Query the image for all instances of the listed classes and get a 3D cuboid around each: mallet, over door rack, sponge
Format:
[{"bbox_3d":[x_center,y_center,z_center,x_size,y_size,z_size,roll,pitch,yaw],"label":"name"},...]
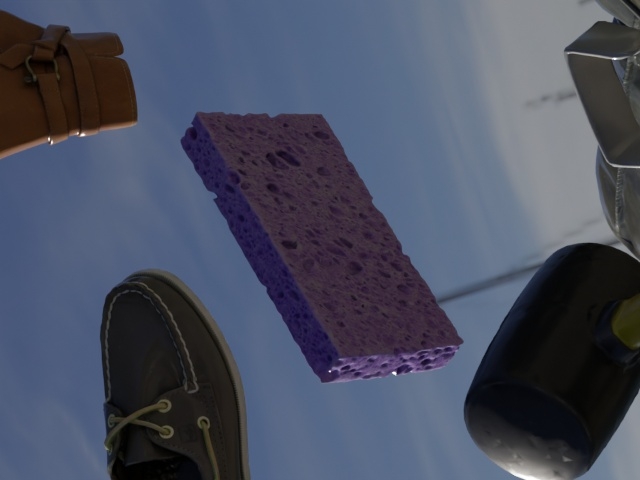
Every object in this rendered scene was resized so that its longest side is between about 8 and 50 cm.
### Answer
[{"bbox_3d":[0.107,-0.007,0.396,0.039,0.190,0.062,43,-141,-7],"label":"mallet"},{"bbox_3d":[0.292,-0.041,0.614,0.324,0.239,0.108,30,147,37],"label":"over door rack"},{"bbox_3d":[0.000,0.000,1.132,0.117,0.031,0.210,-2,-130,-43],"label":"sponge"}]

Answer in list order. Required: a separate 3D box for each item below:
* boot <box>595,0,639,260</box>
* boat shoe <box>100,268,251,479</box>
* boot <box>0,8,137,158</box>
[{"bbox_3d":[0.145,-0.087,0.790,0.189,0.076,0.208,61,178,28],"label":"boot"},{"bbox_3d":[-0.117,0.171,1.358,0.091,0.109,0.305,-5,-100,-64],"label":"boat shoe"},{"bbox_3d":[-0.276,-0.103,1.550,0.283,0.220,0.109,-105,25,-46],"label":"boot"}]
